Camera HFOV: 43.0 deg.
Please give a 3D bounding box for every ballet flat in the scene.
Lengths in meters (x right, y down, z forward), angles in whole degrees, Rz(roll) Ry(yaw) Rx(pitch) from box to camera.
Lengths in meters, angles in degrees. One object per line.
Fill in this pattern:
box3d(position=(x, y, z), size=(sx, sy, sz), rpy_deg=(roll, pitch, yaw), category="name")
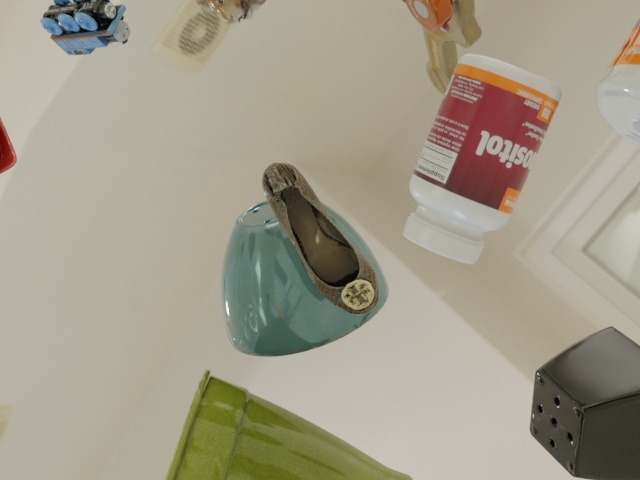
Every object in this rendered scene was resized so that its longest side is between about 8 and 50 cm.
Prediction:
box3d(position=(0.000, 0.000, 1.118), size=(0.084, 0.250, 0.058), rpy_deg=(-32, 8, 1), category="ballet flat")

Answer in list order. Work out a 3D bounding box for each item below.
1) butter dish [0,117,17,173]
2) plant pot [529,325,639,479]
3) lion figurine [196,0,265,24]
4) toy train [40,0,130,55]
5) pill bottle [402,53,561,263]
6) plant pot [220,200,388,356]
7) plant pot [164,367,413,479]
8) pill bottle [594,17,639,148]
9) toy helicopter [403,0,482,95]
box3d(position=(-0.533, -0.149, 1.134), size=(0.160, 0.160, 0.118), rpy_deg=(-28, -32, -10), category="butter dish")
box3d(position=(0.439, 0.270, 1.288), size=(0.166, 0.188, 0.188), rpy_deg=(-8, -66, -17), category="plant pot")
box3d(position=(-0.084, -0.537, 1.329), size=(0.240, 0.142, 0.392), rpy_deg=(2, -43, -10), category="lion figurine")
box3d(position=(-0.421, -0.391, 1.466), size=(0.105, 0.184, 0.080), rpy_deg=(44, -121, -48), category="toy train")
box3d(position=(0.123, -0.063, 0.645), size=(0.086, 0.086, 0.152), rpy_deg=(1, -68, -61), category="pill bottle")
box3d(position=(-0.049, 0.035, 1.374), size=(0.290, 0.290, 0.196), rpy_deg=(-31, -66, -33), category="plant pot")
box3d(position=(-0.056, 0.415, 1.186), size=(0.366, 0.352, 0.367), rpy_deg=(-163, 90, -88), category="plant pot")
box3d(position=(0.462, -0.250, 0.775), size=(0.392, 0.224, 0.224), rpy_deg=(-58, -23, 3), category="pill bottle")
box3d(position=(0.188, -0.384, 1.402), size=(0.140, 0.235, 0.355), rpy_deg=(-40, -33, -10), category="toy helicopter")
